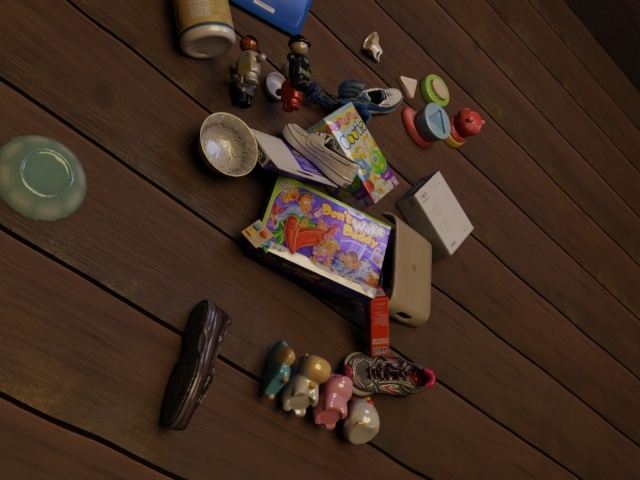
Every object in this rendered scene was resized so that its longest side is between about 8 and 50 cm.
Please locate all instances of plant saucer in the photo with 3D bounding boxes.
[{"bbox_3d":[-0.580,-0.138,1.419,0.195,0.037,0.195,15,65,-36],"label":"plant saucer"}]

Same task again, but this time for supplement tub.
[{"bbox_3d":[-0.307,-0.591,1.750,0.144,0.144,0.200,-3,76,-42],"label":"supplement tub"}]

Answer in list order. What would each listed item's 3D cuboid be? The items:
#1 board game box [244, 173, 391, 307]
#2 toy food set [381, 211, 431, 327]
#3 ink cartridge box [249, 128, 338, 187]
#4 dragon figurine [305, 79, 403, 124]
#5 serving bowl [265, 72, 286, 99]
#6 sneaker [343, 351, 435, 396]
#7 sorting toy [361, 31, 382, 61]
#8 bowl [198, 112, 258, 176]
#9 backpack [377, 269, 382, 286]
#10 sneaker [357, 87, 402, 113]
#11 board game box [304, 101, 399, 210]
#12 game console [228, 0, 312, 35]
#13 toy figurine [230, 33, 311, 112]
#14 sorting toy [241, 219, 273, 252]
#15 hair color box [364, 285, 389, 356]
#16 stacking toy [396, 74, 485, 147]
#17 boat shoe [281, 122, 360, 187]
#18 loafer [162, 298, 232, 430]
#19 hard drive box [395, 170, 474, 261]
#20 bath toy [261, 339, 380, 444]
[{"bbox_3d":[0.000,0.000,1.786,0.347,0.078,0.233,25,58,-14],"label":"board game box"},{"bbox_3d":[0.242,0.090,2.023,0.220,0.092,0.306,32,56,-47],"label":"toy food set"},{"bbox_3d":[-0.081,-0.205,1.798,0.206,0.045,0.208,15,27,-38],"label":"ink cartridge box"},{"bbox_3d":[0.095,-0.414,1.999,0.144,0.289,0.085,61,32,-63],"label":"dragon figurine"},{"bbox_3d":[-0.127,-0.436,1.930,0.083,0.027,0.083,16,64,-37],"label":"serving bowl"},{"bbox_3d":[0.185,0.363,1.852,0.299,0.112,0.121,12,67,-37],"label":"sneaker"},{"bbox_3d":[0.180,-0.641,2.267,0.075,0.045,0.083,40,51,-32],"label":"sorting toy"},{"bbox_3d":[-0.250,-0.230,1.711,0.170,0.080,0.170,16,64,-36],"label":"bowl"},{"bbox_3d":[0.113,0.098,1.904,0.114,0.084,0.105,25,59,-25],"label":"backpack"},{"bbox_3d":[0.197,-0.456,2.182,0.237,0.086,0.085,-23,88,-45],"label":"sneaker"},{"bbox_3d":[0.077,-0.232,1.954,0.142,0.144,0.275,-39,100,-42],"label":"board game box"},{"bbox_3d":[-0.174,-0.784,2.019,0.293,0.173,0.250,19,93,-34],"label":"game console"},{"bbox_3d":[-0.132,-0.448,1.791,0.209,0.213,0.148,2,77,-9],"label":"toy figurine"},{"bbox_3d":[-0.145,-0.008,1.658,0.062,0.012,0.083,-36,75,-28],"label":"sorting toy"},{"bbox_3d":[0.151,0.219,1.840,0.053,0.093,0.167,-6,107,-7],"label":"hair color box"},{"bbox_3d":[0.423,-0.470,2.353,0.309,0.130,0.279,-11,82,-43],"label":"stacking toy"},{"bbox_3d":[0.006,-0.252,1.840,0.258,0.084,0.095,41,21,16],"label":"boat shoe"},{"bbox_3d":[-0.262,0.280,1.501,0.095,0.109,0.302,34,52,-33],"label":"loafer"},{"bbox_3d":[0.374,-0.079,2.194,0.181,0.089,0.232,-41,102,-42],"label":"hard drive box"},{"bbox_3d":[0.015,0.382,1.694,0.348,0.151,0.129,37,18,-26],"label":"bath toy"}]
